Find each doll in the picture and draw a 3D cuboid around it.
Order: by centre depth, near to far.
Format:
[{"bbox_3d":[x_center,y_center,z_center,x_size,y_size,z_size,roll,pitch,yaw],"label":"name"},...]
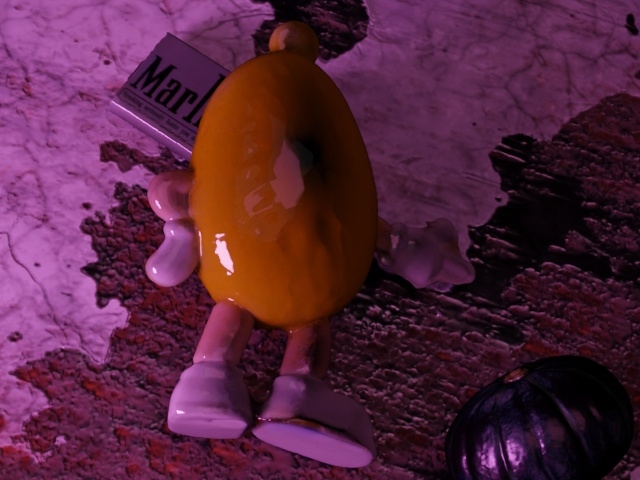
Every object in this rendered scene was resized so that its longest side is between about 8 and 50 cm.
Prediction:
[{"bbox_3d":[-0.023,0.023,1.580,0.348,0.161,0.423,42,62,-14],"label":"doll"}]

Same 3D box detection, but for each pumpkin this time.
[{"bbox_3d":[0.213,0.189,1.525,0.194,0.194,0.150,-3,99,-13],"label":"pumpkin"}]

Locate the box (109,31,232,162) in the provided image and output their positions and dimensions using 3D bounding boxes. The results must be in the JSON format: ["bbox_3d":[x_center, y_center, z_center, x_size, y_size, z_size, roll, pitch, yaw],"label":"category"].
[{"bbox_3d":[-0.128,-0.140,1.712,0.177,0.036,0.115,34,62,7],"label":"box"}]
